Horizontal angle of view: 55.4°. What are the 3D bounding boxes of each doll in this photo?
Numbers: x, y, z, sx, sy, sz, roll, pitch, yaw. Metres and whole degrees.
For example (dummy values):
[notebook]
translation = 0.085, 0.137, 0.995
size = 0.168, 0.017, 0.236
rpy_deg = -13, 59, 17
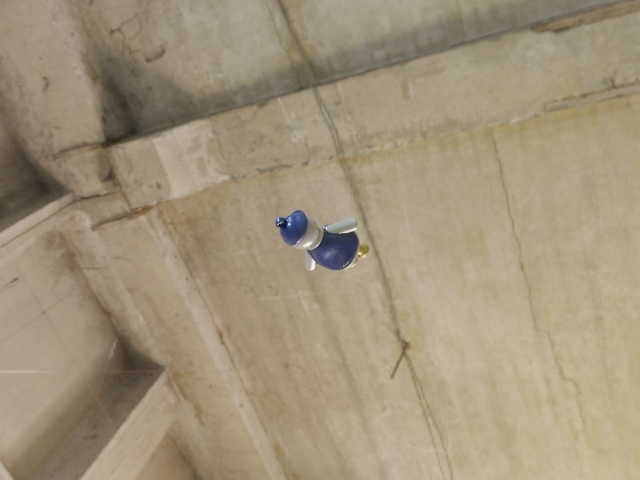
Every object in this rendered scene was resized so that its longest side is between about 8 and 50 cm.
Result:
[doll]
translation = 0.000, 0.000, 0.771
size = 0.143, 0.099, 0.057
rpy_deg = 22, -146, -36
